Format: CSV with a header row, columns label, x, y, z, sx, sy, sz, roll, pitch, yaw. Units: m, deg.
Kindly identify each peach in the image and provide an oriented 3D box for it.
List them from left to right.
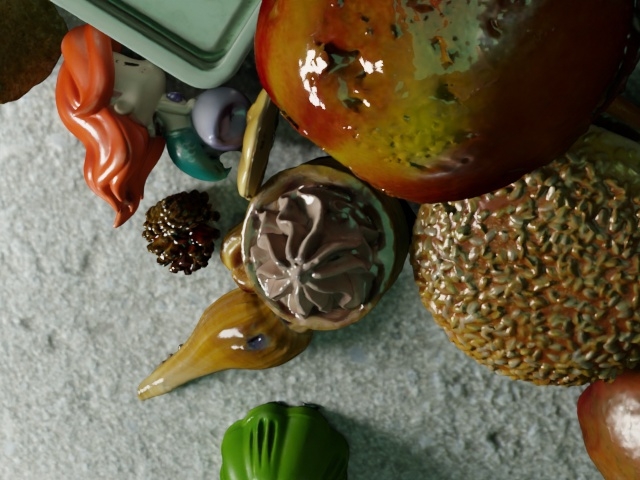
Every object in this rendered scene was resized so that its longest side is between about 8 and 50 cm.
label,x,y,z,sx,sy,sz,roll,pitch,yaw
peach,0.135,-0.241,1.346,0.416,0.339,0.353,-45,138,12

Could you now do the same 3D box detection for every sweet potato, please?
label,x,y,z,sx,sy,sz,roll,pitch,yaw
sweet potato,-0.472,-0.292,1.589,0.369,0.158,0.158,31,113,1

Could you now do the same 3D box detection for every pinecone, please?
label,x,y,z,sx,sy,sz,roll,pitch,yaw
pinecone,-0.172,-0.010,1.721,0.102,0.102,0.109,13,142,-1

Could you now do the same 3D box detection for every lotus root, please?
label,x,y,z,sx,sy,sz,roll,pitch,yaw
lotus root,-0.055,0.325,1.812,0.186,0.186,0.186,2,114,4

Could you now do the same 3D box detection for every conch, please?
label,x,y,z,sx,sy,sz,roll,pitch,yaw
conch,-0.109,0.129,1.769,0.330,0.093,0.109,-29,106,16

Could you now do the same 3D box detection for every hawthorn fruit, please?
label,x,y,z,sx,sy,sz,roll,pitch,yaw
hawthorn fruit,0.428,0.205,1.681,0.298,0.277,0.277,28,115,14

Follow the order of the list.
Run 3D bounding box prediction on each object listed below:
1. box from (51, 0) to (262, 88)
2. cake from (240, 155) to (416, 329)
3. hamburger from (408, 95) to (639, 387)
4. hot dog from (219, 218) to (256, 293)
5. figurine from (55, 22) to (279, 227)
label,x,y,z,sx,sy,sz,roll,pitch,yaw
box,-0.191,-0.328,1.526,0.312,0.182,0.175,31,112,-9
cake,0.000,0.000,1.585,0.185,0.178,0.208,27,99,9
hamburger,0.268,-0.003,1.593,0.330,0.250,0.330,2,113,4
hot dog,-0.005,-0.018,1.711,0.250,0.076,0.104,-31,88,13
figurine,-0.189,-0.130,1.620,0.257,0.181,0.208,14,133,4
